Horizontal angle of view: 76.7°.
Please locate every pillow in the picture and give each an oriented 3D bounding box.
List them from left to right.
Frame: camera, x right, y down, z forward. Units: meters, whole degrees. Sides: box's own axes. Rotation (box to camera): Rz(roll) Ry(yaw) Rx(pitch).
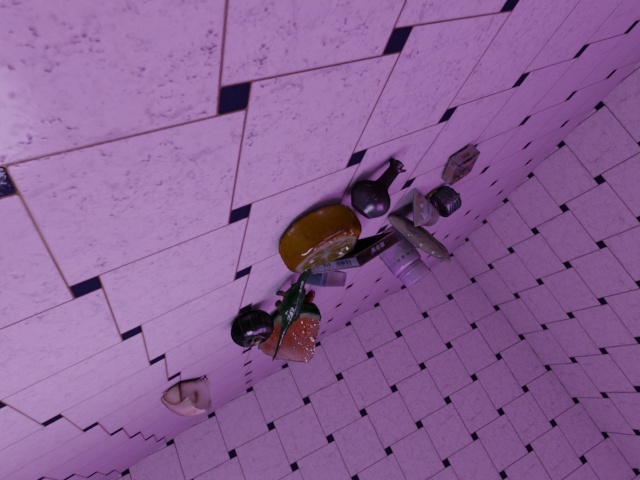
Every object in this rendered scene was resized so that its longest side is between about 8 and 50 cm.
[{"bbox_3d":[0.418,-0.011,1.674,0.076,0.274,0.280,-54,158,10],"label":"pillow"}]

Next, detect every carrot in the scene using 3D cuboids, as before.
[{"bbox_3d":[-0.062,0.291,1.901,0.047,0.047,0.191,-21,155,-39],"label":"carrot"}]

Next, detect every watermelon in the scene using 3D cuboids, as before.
[{"bbox_3d":[-0.155,0.396,1.784,0.222,0.319,0.292,3,104,-20],"label":"watermelon"}]

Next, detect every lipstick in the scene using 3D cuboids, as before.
[{"bbox_3d":[0.029,0.151,1.647,0.317,0.066,0.068,16,84,-68],"label":"lipstick"}]

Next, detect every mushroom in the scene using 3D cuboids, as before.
[{"bbox_3d":[-0.607,0.738,1.820,0.173,0.162,0.236,-40,160,6],"label":"mushroom"}]

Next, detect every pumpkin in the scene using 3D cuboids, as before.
[{"bbox_3d":[-0.256,0.334,1.528,0.167,0.125,0.167,-27,169,-6],"label":"pumpkin"}]

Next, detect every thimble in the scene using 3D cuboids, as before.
[{"bbox_3d":[0.539,-0.170,1.745,0.090,0.118,0.135,-39,153,-5],"label":"thimble"}]

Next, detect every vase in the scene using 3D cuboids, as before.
[{"bbox_3d":[0.170,-0.151,1.148,0.183,0.120,0.120,-50,162,-2],"label":"vase"}]

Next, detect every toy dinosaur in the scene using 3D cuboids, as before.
[{"bbox_3d":[-0.080,0.220,1.425,0.087,0.447,0.301,13,171,-23],"label":"toy dinosaur"}]

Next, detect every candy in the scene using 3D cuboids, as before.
[{"bbox_3d":[0.000,0.000,1.187,0.259,0.118,0.260,-30,162,-11],"label":"candy"}]

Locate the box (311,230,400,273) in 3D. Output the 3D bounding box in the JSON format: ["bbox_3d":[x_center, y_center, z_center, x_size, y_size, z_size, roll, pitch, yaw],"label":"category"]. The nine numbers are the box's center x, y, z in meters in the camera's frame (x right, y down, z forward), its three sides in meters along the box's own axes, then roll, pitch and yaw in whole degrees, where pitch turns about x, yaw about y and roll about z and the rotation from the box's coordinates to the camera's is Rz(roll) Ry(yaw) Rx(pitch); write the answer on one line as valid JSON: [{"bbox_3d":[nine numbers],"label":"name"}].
[{"bbox_3d":[0.103,0.045,1.375,0.180,0.047,0.324,-30,-173,-28],"label":"box"}]

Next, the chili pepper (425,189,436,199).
[{"bbox_3d":[0.457,-0.187,1.714,0.030,0.017,0.083,-28,164,-51],"label":"chili pepper"}]

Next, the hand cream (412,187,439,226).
[{"bbox_3d":[0.414,-0.117,1.647,0.093,0.147,0.306,-1,176,27],"label":"hand cream"}]

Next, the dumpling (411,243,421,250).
[{"bbox_3d":[0.411,0.073,2.144,0.179,0.132,0.252,3,163,-34],"label":"dumpling"}]

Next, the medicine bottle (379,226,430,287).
[{"bbox_3d":[0.359,0.076,1.798,0.152,0.255,0.152,-33,160,-13],"label":"medicine bottle"}]

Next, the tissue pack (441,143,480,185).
[{"bbox_3d":[0.529,-0.285,1.533,0.108,0.060,0.148,-34,160,-8],"label":"tissue pack"}]
